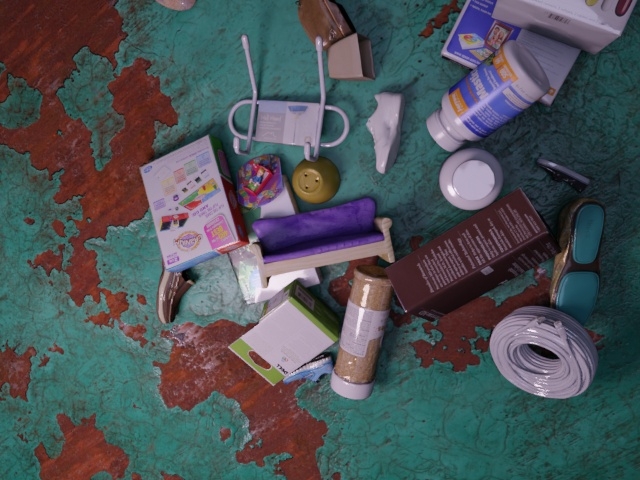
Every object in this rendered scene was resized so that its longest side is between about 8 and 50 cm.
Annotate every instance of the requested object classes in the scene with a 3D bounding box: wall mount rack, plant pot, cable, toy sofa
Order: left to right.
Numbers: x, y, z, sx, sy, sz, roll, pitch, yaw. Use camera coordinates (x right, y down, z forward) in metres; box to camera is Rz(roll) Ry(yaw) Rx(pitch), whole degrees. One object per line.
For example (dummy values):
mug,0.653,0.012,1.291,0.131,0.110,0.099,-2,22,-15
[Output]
wall mount rack,-0.099,-0.367,1.488,0.351,0.130,0.303,8,94,16
plant pot,-0.020,-0.161,1.533,0.135,0.095,0.134,2,99,11
toy sofa,0.000,0.000,1.482,0.363,0.150,0.176,-11,95,-3
plant pot,0.075,-0.464,1.471,0.096,0.109,0.108,-6,97,24
cable,0.559,0.284,1.437,0.257,0.089,0.257,52,141,-10

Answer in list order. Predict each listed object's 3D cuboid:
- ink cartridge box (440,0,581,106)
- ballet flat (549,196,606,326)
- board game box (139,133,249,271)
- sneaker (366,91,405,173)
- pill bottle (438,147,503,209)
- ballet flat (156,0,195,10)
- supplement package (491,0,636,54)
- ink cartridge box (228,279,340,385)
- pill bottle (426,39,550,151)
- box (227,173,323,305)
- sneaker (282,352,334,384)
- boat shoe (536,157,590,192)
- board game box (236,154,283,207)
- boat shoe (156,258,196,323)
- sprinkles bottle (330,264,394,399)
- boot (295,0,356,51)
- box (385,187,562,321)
ink cartridge box,0.502,-0.536,1.398,0.304,0.072,0.307,28,100,7
ballet flat,0.641,0.060,1.435,0.123,0.123,0.348,5,103,10
board game box,-0.351,-0.099,1.568,0.243,0.064,0.316,-21,78,17
sneaker,0.161,-0.284,1.501,0.094,0.080,0.212,11,93,21
pill bottle,0.361,-0.150,1.377,0.147,0.264,0.146,2,99,10
ballet flat,-0.477,-0.734,1.527,0.316,0.106,0.107,37,103,3
supplement package,0.538,-0.542,1.251,0.262,0.204,0.145,23,101,8
ink cartridge box,-0.102,0.260,1.587,0.255,0.097,0.189,-39,108,21
pill bottle,0.391,-0.335,1.367,0.272,0.152,0.152,-37,90,39
box,-0.153,0.001,1.601,0.233,0.058,0.321,-19,93,12
sneaker,-0.034,0.386,1.635,0.162,0.063,0.073,-23,97,13
boat shoe,0.611,-0.165,1.440,0.142,0.049,0.040,26,103,4
board game box,-0.173,-0.170,1.544,0.133,0.033,0.168,-16,59,13
boat shoe,-0.413,0.122,1.651,0.095,0.095,0.257,8,99,3
sprinkles bottle,0.116,0.248,1.542,0.121,0.121,0.354,13,105,8
boot,-0.030,-0.636,1.465,0.115,0.112,0.305,-27,95,24
box,0.375,0.048,1.404,0.382,0.191,0.143,-32,61,21
